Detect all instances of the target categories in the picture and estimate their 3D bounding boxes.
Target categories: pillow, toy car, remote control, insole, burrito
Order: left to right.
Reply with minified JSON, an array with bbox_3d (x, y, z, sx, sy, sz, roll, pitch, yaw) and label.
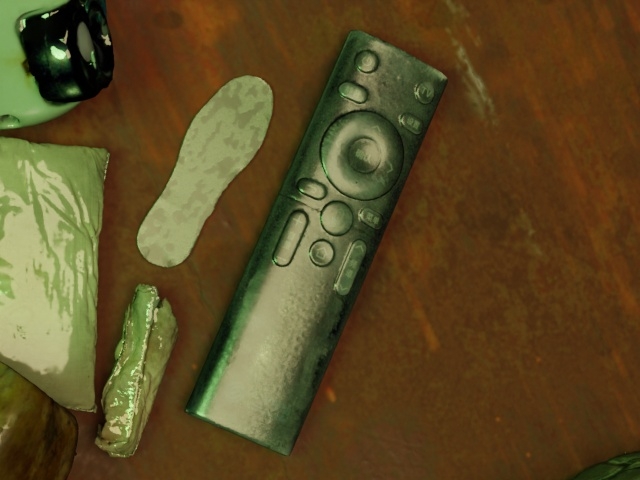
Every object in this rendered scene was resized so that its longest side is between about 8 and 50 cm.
[{"bbox_3d":[-0.264,-0.216,1.126,0.188,0.190,0.255,-8,126,11],"label":"toy car"},{"bbox_3d":[-0.254,0.028,1.198,0.148,0.050,0.230,3,92,-14],"label":"pillow"},{"bbox_3d":[-0.158,0.114,1.233,0.041,0.055,0.149,11,80,26],"label":"burrito"},{"bbox_3d":[-0.101,-0.063,1.274,0.065,0.006,0.193,32,80,-17],"label":"insole"},{"bbox_3d":[0.000,0.000,1.291,0.107,0.044,0.378,27,81,-21],"label":"remote control"}]

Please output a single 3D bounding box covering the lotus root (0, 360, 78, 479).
[{"bbox_3d":[-0.317,0.210,1.114,0.193,0.193,0.291,39,87,-15],"label":"lotus root"}]

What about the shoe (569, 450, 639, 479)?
[{"bbox_3d":[0.230,0.340,1.322,0.342,0.132,0.211,-17,93,-22],"label":"shoe"}]
